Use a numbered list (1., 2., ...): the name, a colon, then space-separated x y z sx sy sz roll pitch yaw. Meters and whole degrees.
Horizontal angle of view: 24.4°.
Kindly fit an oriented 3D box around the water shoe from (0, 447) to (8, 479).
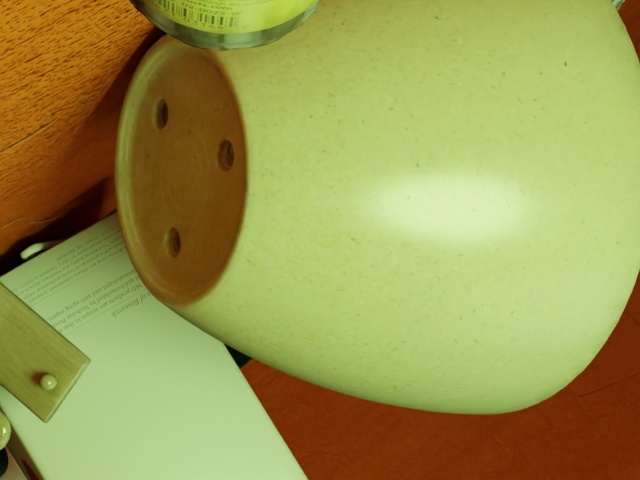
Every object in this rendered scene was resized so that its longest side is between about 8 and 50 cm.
1. water shoe: -0.312 0.215 1.161 0.080 0.073 0.203 -41 -179 20

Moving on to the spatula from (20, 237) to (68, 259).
1. spatula: -0.243 0.028 1.259 0.168 0.019 0.242 -33 175 14

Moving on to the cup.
1. cup: 0.009 -0.044 0.950 0.236 0.331 0.331 -2 154 -34

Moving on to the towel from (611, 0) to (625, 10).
1. towel: 0.214 -0.241 1.283 0.283 0.121 0.235 -35 177 -32

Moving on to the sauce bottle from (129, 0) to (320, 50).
1. sauce bottle: -0.023 -0.166 0.509 0.111 0.111 0.344 -36 176 -12

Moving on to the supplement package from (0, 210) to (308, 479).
1. supplement package: -0.155 0.151 1.197 0.175 0.293 0.177 -31 174 -18

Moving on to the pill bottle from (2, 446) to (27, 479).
1. pill bottle: -0.385 0.290 1.760 0.283 0.161 0.161 -41 173 38

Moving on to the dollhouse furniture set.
1. dollhouse furniture set: -0.270 0.105 0.997 0.144 0.123 0.151 -55 167 11

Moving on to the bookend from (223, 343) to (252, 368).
1. bookend: -0.081 0.041 1.642 0.072 0.156 0.157 -41 174 34
